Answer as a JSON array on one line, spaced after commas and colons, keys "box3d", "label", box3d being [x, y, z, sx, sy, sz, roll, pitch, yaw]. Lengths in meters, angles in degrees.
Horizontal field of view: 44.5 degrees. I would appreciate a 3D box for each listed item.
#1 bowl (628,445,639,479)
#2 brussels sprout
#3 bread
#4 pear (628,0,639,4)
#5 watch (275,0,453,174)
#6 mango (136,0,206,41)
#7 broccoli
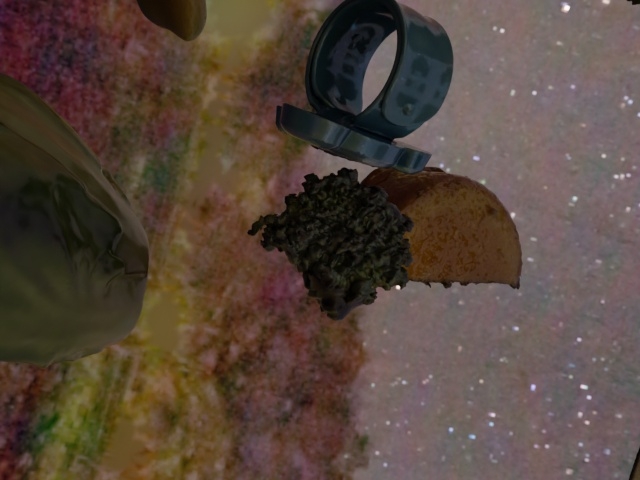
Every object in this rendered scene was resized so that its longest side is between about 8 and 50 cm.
[{"box3d": [0.452, 0.233, 0.856, 0.126, 0.238, 0.237, 31, -69, 39], "label": "bowl"}, {"box3d": [-0.346, -0.004, 0.728, 0.276, 0.372, 0.314, 38, -58, 52], "label": "brussels sprout"}, {"box3d": [0.172, -0.028, 1.251, 0.194, 0.340, 0.178, 22, -75, 61], "label": "bread"}, {"box3d": [0.493, -0.439, 0.909, 0.342, 0.318, 0.238, 152, -87, -84], "label": "pear"}, {"box3d": [0.054, -0.192, 0.938, 0.211, 0.211, 0.193, -116, -134, -76], "label": "watch"}, {"box3d": [-0.248, -0.416, 1.321, 0.191, 0.086, 0.122, 34, -64, 37], "label": "mango"}, {"box3d": [0.007, 0.000, 0.975, 0.145, 0.165, 0.304, -42, -173, -8], "label": "broccoli"}]
